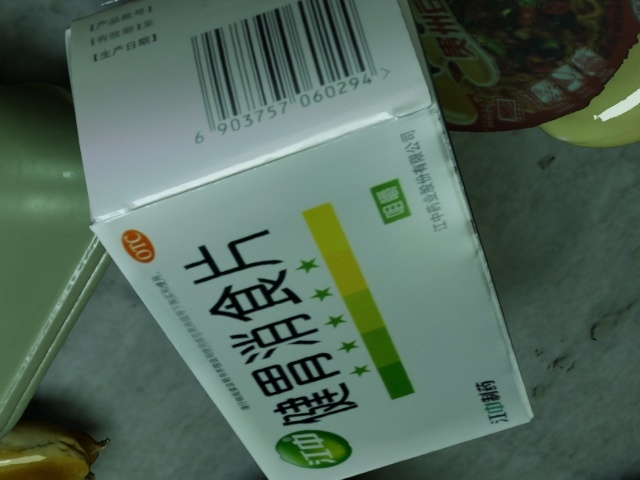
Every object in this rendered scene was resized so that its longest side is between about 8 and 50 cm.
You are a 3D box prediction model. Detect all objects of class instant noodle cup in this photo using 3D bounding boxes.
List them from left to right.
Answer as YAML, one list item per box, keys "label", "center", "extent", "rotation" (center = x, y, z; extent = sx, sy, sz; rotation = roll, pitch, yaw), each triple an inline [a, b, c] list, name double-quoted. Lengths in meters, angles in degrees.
- label: "instant noodle cup"
  center: [0.051, -0.177, 0.747]
  extent: [0.274, 0.274, 0.090]
  rotation: [41, 58, -33]

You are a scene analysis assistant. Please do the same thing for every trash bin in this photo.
- label: "trash bin"
  center: [-0.246, 0.020, 0.715]
  extent: [0.247, 0.121, 0.243]
  rotation: [1, 125, -59]

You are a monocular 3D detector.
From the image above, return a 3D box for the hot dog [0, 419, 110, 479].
- label: "hot dog"
  center: [-0.268, 0.163, 0.885]
  extent: [0.269, 0.072, 0.109]
  rotation: [-7, 123, -14]

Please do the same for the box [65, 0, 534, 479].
- label: "box"
  center: [0.001, 0.001, 0.776]
  extent: [0.173, 0.145, 0.333]
  rotation: [-17, 143, 6]

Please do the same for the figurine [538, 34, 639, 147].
- label: "figurine"
  center: [0.216, -0.201, 0.818]
  extent: [0.222, 0.124, 0.324]
  rotation: [19, 115, -28]
